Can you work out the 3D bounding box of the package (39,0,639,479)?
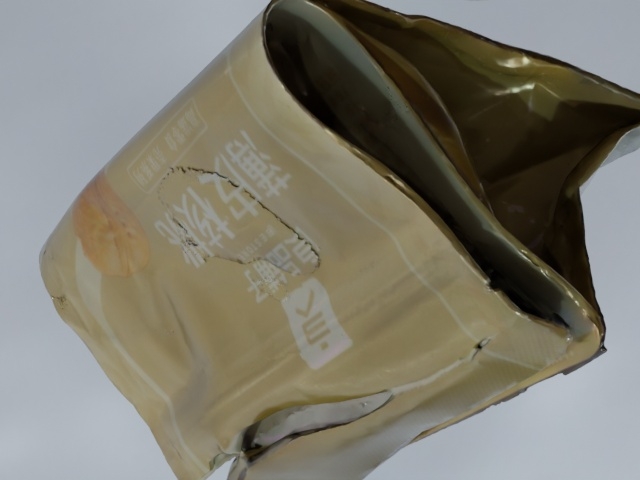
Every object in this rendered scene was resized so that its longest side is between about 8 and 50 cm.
[{"bbox_3d":[0.002,0.031,0.912,0.221,0.311,0.165,14,-115,-24],"label":"package"}]
